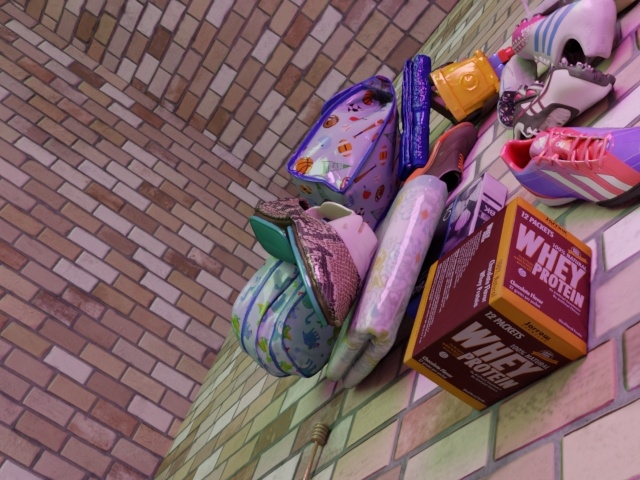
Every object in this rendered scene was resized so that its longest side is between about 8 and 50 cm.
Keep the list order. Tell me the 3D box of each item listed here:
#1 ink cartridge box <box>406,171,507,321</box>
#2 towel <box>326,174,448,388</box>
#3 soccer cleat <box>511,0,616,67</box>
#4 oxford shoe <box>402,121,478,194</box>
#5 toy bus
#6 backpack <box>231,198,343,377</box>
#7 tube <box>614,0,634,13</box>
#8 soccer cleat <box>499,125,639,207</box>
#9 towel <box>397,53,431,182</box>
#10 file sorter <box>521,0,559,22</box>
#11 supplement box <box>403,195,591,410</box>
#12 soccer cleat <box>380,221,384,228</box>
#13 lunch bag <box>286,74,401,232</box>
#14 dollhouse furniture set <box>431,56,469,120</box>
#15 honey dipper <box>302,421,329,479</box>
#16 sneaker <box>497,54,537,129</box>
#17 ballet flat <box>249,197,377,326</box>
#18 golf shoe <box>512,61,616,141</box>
[{"bbox_3d":[0.242,0.034,1.258,0.165,0.065,0.332,-45,15,45],"label":"ink cartridge box"},{"bbox_3d":[0.119,0.092,1.305,0.374,0.090,0.320,109,-178,-63],"label":"towel"},{"bbox_3d":[0.462,-0.379,1.368,0.331,0.116,0.143,-171,78,-84],"label":"soccer cleat"},{"bbox_3d":[0.305,-0.170,1.632,0.098,0.097,0.271,18,63,45],"label":"oxford shoe"},{"bbox_3d":[0.392,-0.396,1.726,0.211,0.149,0.220,-32,-2,18],"label":"toy bus"},{"bbox_3d":[-0.031,0.136,1.562,0.356,0.290,0.273,-33,44,-11],"label":"backpack"},{"bbox_3d":[0.549,-0.456,1.409,0.070,0.062,0.240,-29,-3,-18],"label":"tube"},{"bbox_3d":[0.364,-0.116,0.984,0.108,0.116,0.318,-57,9,-7],"label":"soccer cleat"},{"bbox_3d":[0.244,-0.320,1.879,0.227,0.076,0.308,100,173,-82],"label":"towel"},{"bbox_3d":[0.522,-0.579,1.361,0.193,0.173,0.278,-22,-1,-19],"label":"file sorter"},{"bbox_3d":[0.234,0.085,0.919,0.194,0.129,0.191,-47,13,45],"label":"supplement box"},{"bbox_3d":[0.196,-0.049,1.605,0.083,0.095,0.248,-20,8,-12],"label":"soccer cleat"},{"bbox_3d":[0.103,-0.230,1.973,0.385,0.239,0.327,-57,-25,-17],"label":"lunch bag"},{"bbox_3d":[0.383,-0.428,1.941,0.123,0.144,0.151,-54,-6,-15],"label":"dollhouse furniture set"},{"bbox_3d":[-0.019,0.423,1.336,0.030,0.030,0.160,-46,15,46],"label":"honey dipper"},{"bbox_3d":[0.422,-0.308,1.500,0.086,0.085,0.237,94,-167,-49],"label":"sneaker"},{"bbox_3d":[0.000,0.000,1.311,0.182,0.164,0.483,-26,23,-9],"label":"ballet flat"},{"bbox_3d":[0.420,-0.230,1.224,0.273,0.105,0.120,159,129,-83],"label":"golf shoe"}]
